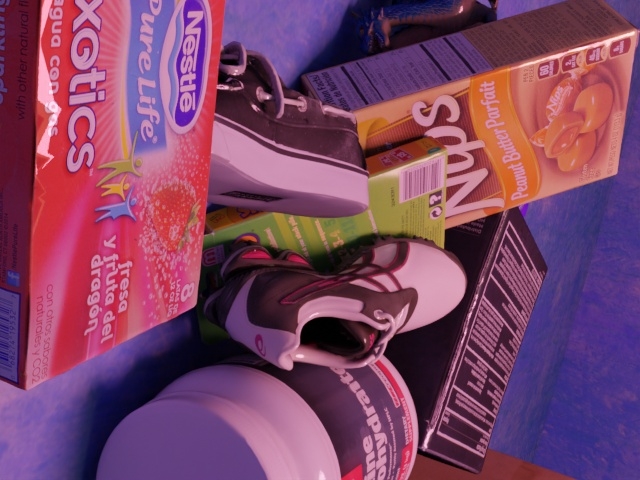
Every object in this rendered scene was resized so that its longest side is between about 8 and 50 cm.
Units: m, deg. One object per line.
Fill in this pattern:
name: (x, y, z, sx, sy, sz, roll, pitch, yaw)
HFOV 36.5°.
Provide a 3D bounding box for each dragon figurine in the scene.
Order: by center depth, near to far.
dragon figurine: (0.117, -0.280, 1.007, 0.085, 0.144, 0.289, 74, 25, -61)

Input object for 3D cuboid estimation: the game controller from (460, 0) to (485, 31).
game controller: (0.195, -0.180, 1.286, 0.319, 0.067, 0.166, 58, 37, -66)

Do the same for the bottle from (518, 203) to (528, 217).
bottle: (0.217, -0.082, 1.215, 0.118, 0.092, 0.283, -54, 158, -18)

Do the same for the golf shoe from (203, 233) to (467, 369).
golf shoe: (0.035, 0.066, 0.851, 0.273, 0.120, 0.105, -3, 123, -35)

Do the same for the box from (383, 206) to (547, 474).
box: (0.132, 0.106, 1.183, 0.296, 0.183, 0.294, 42, 66, -63)

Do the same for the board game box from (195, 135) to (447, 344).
board game box: (0.000, 0.000, 0.882, 0.259, 0.039, 0.124, -22, 132, -23)

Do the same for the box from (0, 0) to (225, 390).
box: (-0.147, -0.102, 0.479, 0.142, 0.154, 0.300, -26, 127, -60)

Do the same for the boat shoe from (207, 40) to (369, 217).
boat shoe: (-0.065, -0.087, 0.704, 0.306, 0.113, 0.105, 9, 77, -48)

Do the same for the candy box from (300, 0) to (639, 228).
candy box: (0.148, -0.112, 0.972, 0.316, 0.087, 0.183, -18, 134, -10)

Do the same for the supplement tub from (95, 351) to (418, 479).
supplement tub: (-0.044, 0.190, 0.845, 0.272, 0.191, 0.191, -12, 116, -64)

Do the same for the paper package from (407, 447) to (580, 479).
paper package: (0.175, 0.422, 1.329, 0.325, 0.309, 0.168, -28, 130, -60)
